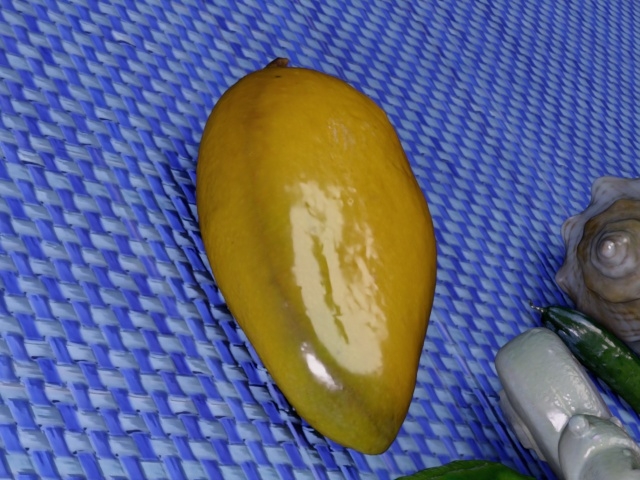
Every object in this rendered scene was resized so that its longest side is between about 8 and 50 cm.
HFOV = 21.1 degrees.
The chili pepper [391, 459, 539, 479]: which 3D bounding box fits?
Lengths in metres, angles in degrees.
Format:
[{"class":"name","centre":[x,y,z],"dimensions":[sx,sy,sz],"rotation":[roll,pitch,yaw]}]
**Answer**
[{"class":"chili pepper","centre":[0.091,0.181,1.031],"dimensions":[0.257,0.100,0.074],"rotation":[12,2,-45]}]

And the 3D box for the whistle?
[{"class":"whistle","centre":[0.177,0.139,1.172],"dimensions":[0.126,0.067,0.258],"rotation":[57,0,-22]}]

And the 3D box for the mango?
[{"class":"mango","centre":[0.000,0.000,1.131],"dimensions":[0.176,0.119,0.316],"rotation":[28,39,-36]}]

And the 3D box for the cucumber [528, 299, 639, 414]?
[{"class":"cucumber","centre":[0.238,0.099,1.413],"dimensions":[0.168,0.039,0.039],"rotation":[41,26,-12]}]

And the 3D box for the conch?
[{"class":"conch","centre":[0.331,0.036,1.506],"dimensions":[0.386,0.170,0.203],"rotation":[10,68,-47]}]
